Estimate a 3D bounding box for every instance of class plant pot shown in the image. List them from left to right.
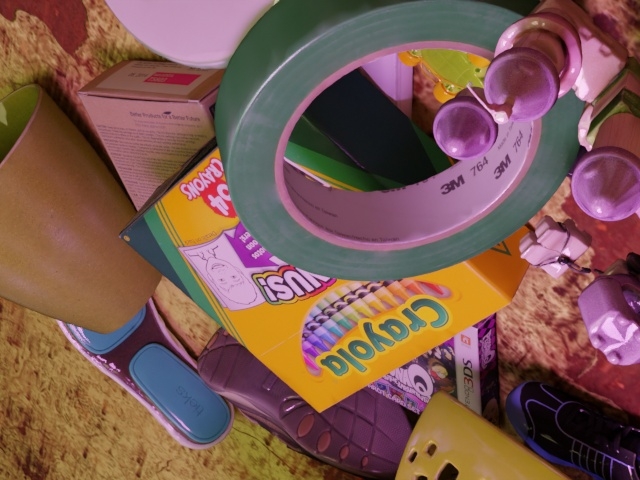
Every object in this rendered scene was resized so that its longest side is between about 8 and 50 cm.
[{"bbox_3d":[-0.361,-0.014,2.100,0.293,0.274,0.275,42,153,-25],"label":"plant pot"},{"bbox_3d":[0.196,0.331,1.713,0.228,0.207,0.227,34,178,46],"label":"plant pot"}]

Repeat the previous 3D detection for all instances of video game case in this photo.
[{"bbox_3d":[0.107,0.121,1.848,0.232,0.042,0.210,26,142,31],"label":"video game case"}]

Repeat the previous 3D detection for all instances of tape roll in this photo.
[{"bbox_3d":[0.070,-0.101,1.376,0.321,0.321,0.077,84,172,-45],"label":"tape roll"}]

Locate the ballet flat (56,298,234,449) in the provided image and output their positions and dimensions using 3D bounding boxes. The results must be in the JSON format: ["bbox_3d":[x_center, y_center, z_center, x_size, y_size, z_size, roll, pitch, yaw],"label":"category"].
[{"bbox_3d":[-0.282,0.146,2.294,0.400,0.139,0.139,50,149,-7],"label":"ballet flat"}]

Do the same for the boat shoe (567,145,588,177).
[{"bbox_3d":[0.278,-0.079,1.374,0.228,0.076,0.080,-4,123,52],"label":"boat shoe"}]

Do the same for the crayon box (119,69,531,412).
[{"bbox_3d":[0.000,0.000,1.674,0.313,0.106,0.363,43,140,-9],"label":"crayon box"}]

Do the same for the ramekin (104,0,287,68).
[{"bbox_3d":[-0.080,-0.299,1.402,0.303,0.148,0.303,16,117,34],"label":"ramekin"}]

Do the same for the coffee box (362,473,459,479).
[{"bbox_3d":[0.037,0.490,1.954,0.338,0.334,0.338,-20,80,58],"label":"coffee box"}]

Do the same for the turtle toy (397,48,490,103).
[{"bbox_3d":[0.139,-0.174,1.446,0.130,0.066,0.095,46,145,1],"label":"turtle toy"}]

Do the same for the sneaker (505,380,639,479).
[{"bbox_3d":[0.311,0.219,1.680,0.232,0.081,0.090,36,145,6],"label":"sneaker"}]

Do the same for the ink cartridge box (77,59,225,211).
[{"bbox_3d":[-0.155,-0.112,1.859,0.235,0.088,0.193,10,132,45],"label":"ink cartridge box"}]

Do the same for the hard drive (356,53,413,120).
[{"bbox_3d":[0.004,-0.252,1.552,0.203,0.040,0.307,30,145,27],"label":"hard drive"}]

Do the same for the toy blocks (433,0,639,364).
[{"bbox_3d":[0.228,-0.049,1.164,0.288,0.260,0.309,41,119,-5],"label":"toy blocks"}]

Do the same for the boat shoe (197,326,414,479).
[{"bbox_3d":[-0.003,0.218,2.039,0.355,0.132,0.130,30,165,37],"label":"boat shoe"}]
